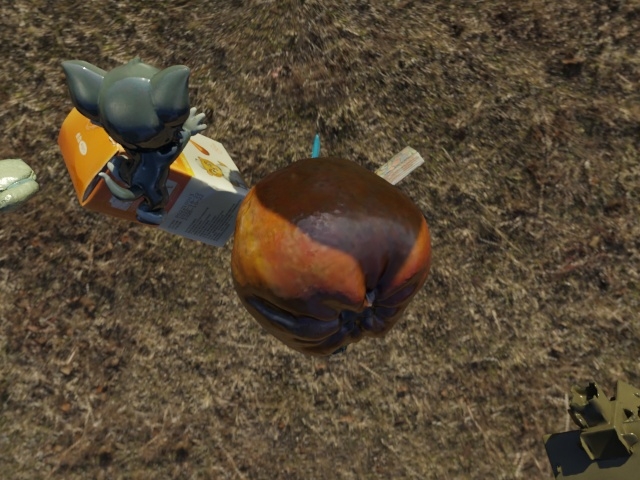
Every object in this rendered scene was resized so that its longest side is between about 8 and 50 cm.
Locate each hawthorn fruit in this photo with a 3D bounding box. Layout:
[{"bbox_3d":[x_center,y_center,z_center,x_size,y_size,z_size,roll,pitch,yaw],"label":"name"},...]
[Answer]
[{"bbox_3d":[0.000,0.000,0.888,0.276,0.298,0.277,-14,147,-9],"label":"hawthorn fruit"}]

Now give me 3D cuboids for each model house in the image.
[{"bbox_3d":[0.470,0.306,0.986,0.211,0.204,0.243,-26,108,39],"label":"model house"}]

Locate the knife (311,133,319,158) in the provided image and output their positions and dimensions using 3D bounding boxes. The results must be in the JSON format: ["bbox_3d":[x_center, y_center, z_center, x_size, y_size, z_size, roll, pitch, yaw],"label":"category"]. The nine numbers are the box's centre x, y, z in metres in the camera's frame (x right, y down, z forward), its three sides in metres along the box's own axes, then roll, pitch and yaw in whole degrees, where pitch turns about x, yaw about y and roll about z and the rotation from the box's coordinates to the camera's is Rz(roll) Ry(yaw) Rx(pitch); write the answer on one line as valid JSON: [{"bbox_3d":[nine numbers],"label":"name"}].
[{"bbox_3d":[-0.031,-0.117,1.563,0.026,0.044,0.297,8,90,-2],"label":"knife"}]

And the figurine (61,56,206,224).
[{"bbox_3d":[-0.286,-0.152,0.958,0.193,0.140,0.265,15,109,6],"label":"figurine"}]

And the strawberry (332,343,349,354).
[{"bbox_3d":[0.035,0.216,1.628,0.131,0.148,0.131,5,149,3],"label":"strawberry"}]

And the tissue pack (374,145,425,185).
[{"bbox_3d":[0.134,-0.126,1.097,0.083,0.063,0.035,-39,104,5],"label":"tissue pack"}]

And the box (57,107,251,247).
[{"bbox_3d":[-0.326,-0.139,1.269,0.341,0.225,0.143,18,118,-46],"label":"box"}]

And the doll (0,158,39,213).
[{"bbox_3d":[-0.595,-0.112,1.197,0.103,0.214,0.072,-30,126,-21],"label":"doll"}]
